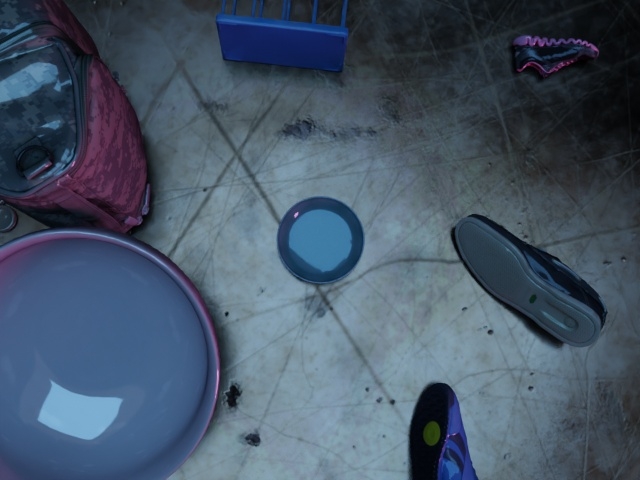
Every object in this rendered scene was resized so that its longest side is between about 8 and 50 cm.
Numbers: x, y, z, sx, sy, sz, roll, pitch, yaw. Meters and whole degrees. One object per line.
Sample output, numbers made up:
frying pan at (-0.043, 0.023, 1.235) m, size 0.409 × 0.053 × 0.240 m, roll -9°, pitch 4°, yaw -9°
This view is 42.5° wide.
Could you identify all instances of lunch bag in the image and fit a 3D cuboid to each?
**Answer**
lunch bag at (-0.333, -0.134, 0.994) m, size 0.212 × 0.305 × 0.256 m, roll -28°, pitch 80°, yaw -3°

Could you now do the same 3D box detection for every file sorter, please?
file sorter at (-0.047, -0.308, 1.118) m, size 0.170 × 0.118 × 0.104 m, roll 6°, pitch 78°, yaw -1°

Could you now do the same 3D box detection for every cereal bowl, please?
cereal bowl at (-0.288, 0.143, 1.010) m, size 0.339 × 0.141 × 0.339 m, roll -1°, pitch 101°, yaw -5°

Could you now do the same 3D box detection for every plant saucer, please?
plant saucer at (0.000, 0.000, 1.121) m, size 0.119 × 0.021 × 0.119 m, roll 0°, pitch 82°, yaw -3°

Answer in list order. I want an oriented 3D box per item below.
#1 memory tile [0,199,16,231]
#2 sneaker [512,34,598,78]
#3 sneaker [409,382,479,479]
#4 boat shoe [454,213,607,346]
memory tile at (-0.495, -0.043, 1.116) m, size 0.148 × 0.012 × 0.113 m, roll -22°, pitch 83°, yaw -5°
sneaker at (0.329, -0.256, 1.161) m, size 0.119 × 0.047 × 0.057 m, roll 5°, pitch 88°, yaw 6°
sneaker at (0.167, 0.293, 1.071) m, size 0.082 × 0.069 × 0.209 m, roll 13°, pitch 70°, yaw -33°
boat shoe at (0.281, 0.045, 1.109) m, size 0.233 × 0.084 × 0.079 m, roll 39°, pitch 44°, yaw 11°
